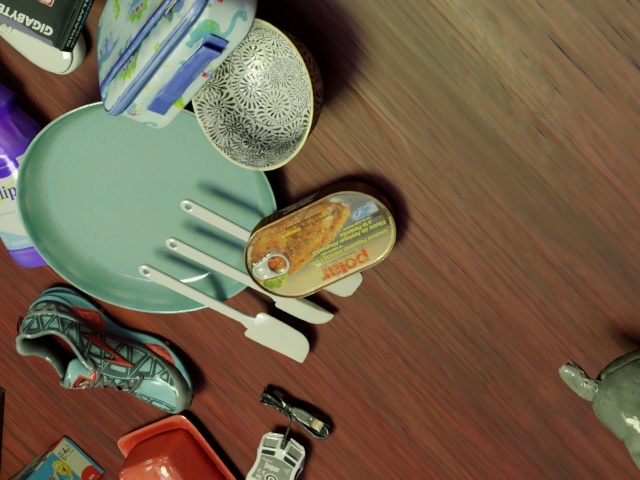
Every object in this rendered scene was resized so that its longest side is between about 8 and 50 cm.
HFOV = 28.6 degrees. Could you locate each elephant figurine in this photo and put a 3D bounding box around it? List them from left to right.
[{"bbox_3d":[0.420,0.139,1.329,0.239,0.186,0.169,-49,49,29],"label":"elephant figurine"}]

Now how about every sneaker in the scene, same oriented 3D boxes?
[{"bbox_3d":[-0.392,-0.284,1.477,0.258,0.091,0.094,43,129,-4],"label":"sneaker"},{"bbox_3d":[-0.299,0.175,1.708,0.262,0.125,0.104,28,129,8],"label":"sneaker"}]

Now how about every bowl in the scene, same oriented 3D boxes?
[{"bbox_3d":[-0.055,-0.167,1.381,0.170,0.080,0.170,13,113,33],"label":"bowl"}]

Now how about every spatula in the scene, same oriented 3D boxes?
[{"bbox_3d":[-0.088,0.043,1.544,0.242,0.019,0.168,28,126,-11],"label":"spatula"}]

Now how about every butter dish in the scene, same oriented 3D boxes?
[{"bbox_3d":[-0.220,0.350,1.787,0.160,0.118,0.160,-26,107,36],"label":"butter dish"}]

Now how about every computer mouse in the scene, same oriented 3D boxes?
[{"bbox_3d":[-0.055,0.290,1.718,0.106,0.042,0.193,24,123,5],"label":"computer mouse"}]

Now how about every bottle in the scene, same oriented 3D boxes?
[{"bbox_3d":[-0.397,-0.103,1.596,0.118,0.092,0.282,-11,115,31],"label":"bottle"}]

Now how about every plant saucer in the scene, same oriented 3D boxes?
[{"bbox_3d":[-0.207,-0.045,1.524,0.318,0.043,0.317,3,128,4],"label":"plant saucer"}]

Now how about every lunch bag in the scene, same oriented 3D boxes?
[{"bbox_3d":[-0.157,-0.235,1.334,0.090,0.176,0.219,16,139,-34],"label":"lunch bag"}]

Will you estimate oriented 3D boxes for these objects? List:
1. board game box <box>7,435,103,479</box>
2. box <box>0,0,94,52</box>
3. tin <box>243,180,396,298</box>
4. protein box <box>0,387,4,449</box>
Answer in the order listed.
[{"bbox_3d":[-0.509,0.472,1.894,0.086,0.302,0.308,46,128,-7],"label":"board game box"},{"bbox_3d":[-0.342,-0.332,1.387,0.220,0.051,0.175,26,98,3],"label":"box"},{"bbox_3d":[0.000,0.000,1.471,0.190,0.040,0.106,-24,111,18],"label":"tin"},{"bbox_3d":[-0.612,0.301,1.940,0.200,0.136,0.201,22,127,11],"label":"protein box"}]
